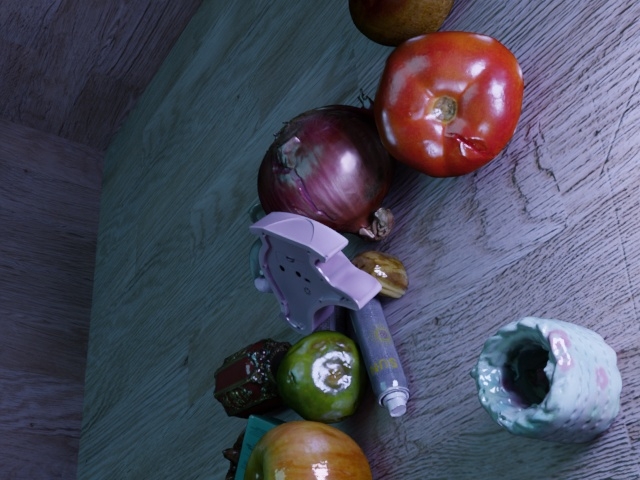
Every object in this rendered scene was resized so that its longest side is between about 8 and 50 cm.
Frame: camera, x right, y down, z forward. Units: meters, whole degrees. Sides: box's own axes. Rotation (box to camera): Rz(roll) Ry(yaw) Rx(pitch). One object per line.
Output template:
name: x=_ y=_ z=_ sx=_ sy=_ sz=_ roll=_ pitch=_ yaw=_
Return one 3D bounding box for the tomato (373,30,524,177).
tomato: x=0.249 y=-0.274 z=1.655 sx=0.299 sy=0.298 sz=0.226 roll=-57 pitch=-7 yaw=26

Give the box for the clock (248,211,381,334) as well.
clock: x=0.000 y=0.090 z=1.800 sx=0.290 sy=0.080 sz=0.275 roll=19 pitch=134 yaw=41

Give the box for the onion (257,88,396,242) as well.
onion: x=0.022 y=-0.166 z=1.919 sx=0.353 sy=0.353 sz=0.354 roll=-35 pitch=47 yaw=48

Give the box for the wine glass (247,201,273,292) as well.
wine glass: x=-0.131 y=0.017 z=2.270 sx=0.126 sy=0.126 sz=0.241 roll=-45 pitch=40 yaw=41

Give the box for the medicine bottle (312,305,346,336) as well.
medicine bottle: x=0.020 y=0.175 z=1.972 sx=0.079 sy=0.079 sz=0.140 roll=-37 pitch=46 yaw=47

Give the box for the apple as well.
apple: x=-0.026 y=0.504 z=1.717 sx=0.286 sy=0.233 sz=0.286 roll=-170 pitch=90 yaw=-67

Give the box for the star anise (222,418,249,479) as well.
star anise: x=-0.185 y=0.536 z=2.109 sx=0.196 sy=0.111 sz=0.212 roll=-83 pitch=-7 yaw=-55

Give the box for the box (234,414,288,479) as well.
box: x=-0.109 y=0.574 z=1.949 sx=0.205 sy=0.118 sz=0.312 roll=-2 pitch=73 yaw=62

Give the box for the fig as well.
fig: x=-0.009 y=0.312 z=1.875 sx=0.275 sy=0.206 sz=0.206 roll=137 pitch=141 yaw=-63

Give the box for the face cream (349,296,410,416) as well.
face cream: x=0.124 y=0.239 z=1.766 sx=0.073 sy=0.073 sz=0.284 roll=-53 pitch=35 yaw=32

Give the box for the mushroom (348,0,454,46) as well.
mushroom: x=0.209 y=-0.624 z=1.973 sx=0.345 sy=0.259 sz=0.346 roll=34 pitch=132 yaw=50

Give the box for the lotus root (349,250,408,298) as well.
lotus root: x=0.114 y=0.067 z=1.843 sx=0.159 sy=0.135 sz=0.095 roll=7 pitch=80 yaw=47

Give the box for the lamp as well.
lamp: x=-0.156 y=0.343 z=2.105 sx=0.274 sy=0.177 sz=0.177 roll=-35 pitch=47 yaw=51

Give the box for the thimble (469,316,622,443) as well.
thimble: x=0.346 y=0.215 z=1.323 sx=0.211 sy=0.149 sz=0.185 roll=-6 pitch=72 yaw=58
